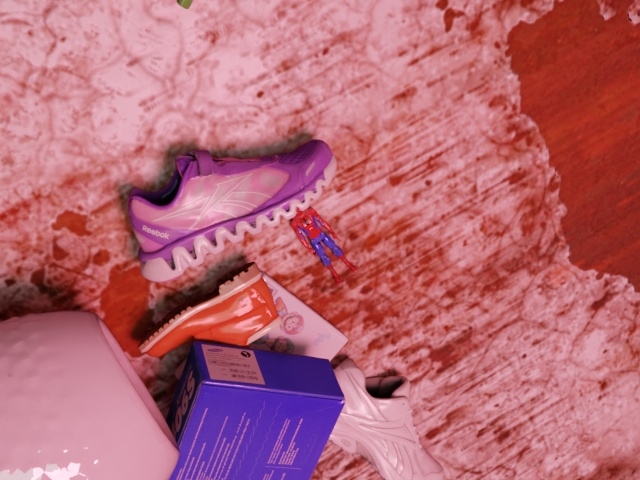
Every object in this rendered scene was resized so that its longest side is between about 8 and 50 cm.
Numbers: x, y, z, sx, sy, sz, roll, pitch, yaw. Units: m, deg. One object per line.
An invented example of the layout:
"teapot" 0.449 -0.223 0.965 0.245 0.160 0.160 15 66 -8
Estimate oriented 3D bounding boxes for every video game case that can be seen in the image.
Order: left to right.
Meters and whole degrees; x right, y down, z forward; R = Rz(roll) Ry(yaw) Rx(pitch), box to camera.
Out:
"video game case" -0.067 0.135 0.953 0.143 0.019 0.157 40 93 -27

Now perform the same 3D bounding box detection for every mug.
"mug" -0.290 0.264 0.764 0.328 0.276 0.374 -32 95 -12

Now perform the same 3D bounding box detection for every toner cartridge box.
"toner cartridge box" -0.112 0.282 0.926 0.165 0.075 0.347 13 116 -22

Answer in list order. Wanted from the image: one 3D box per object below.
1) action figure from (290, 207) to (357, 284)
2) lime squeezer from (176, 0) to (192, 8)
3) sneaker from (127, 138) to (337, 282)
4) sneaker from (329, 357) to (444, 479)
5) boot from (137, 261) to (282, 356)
"action figure" 0.000 0.000 0.923 0.038 0.030 0.115 -37 115 2
"lime squeezer" -0.015 -0.329 0.726 0.310 0.059 0.110 -31 149 -6
"sneaker" -0.098 -0.054 0.837 0.236 0.095 0.104 -28 108 -6
"sneaker" 0.089 0.230 1.006 0.232 0.090 0.115 40 90 -27
"boot" -0.119 0.098 0.886 0.158 0.059 0.084 -30 101 -1
